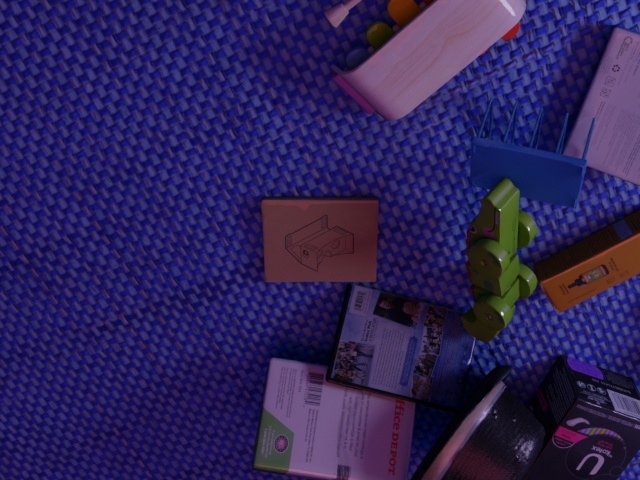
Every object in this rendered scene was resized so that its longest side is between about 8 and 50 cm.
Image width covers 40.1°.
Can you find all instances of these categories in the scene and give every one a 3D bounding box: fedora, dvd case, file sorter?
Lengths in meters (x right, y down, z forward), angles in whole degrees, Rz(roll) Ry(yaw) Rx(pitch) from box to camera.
[{"bbox_3d":[0.287,0.389,1.557,0.152,0.334,0.334,36,117,18],"label":"fedora"},{"bbox_3d":[0.149,0.194,1.572,0.252,0.022,0.181,15,81,-7],"label":"dvd case"},{"bbox_3d":[0.329,-0.140,1.360,0.170,0.105,0.118,14,152,16],"label":"file sorter"}]

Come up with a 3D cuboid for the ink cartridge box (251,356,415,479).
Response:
[{"bbox_3d":[0.024,0.338,1.598,0.272,0.199,0.115,10,161,-4],"label":"ink cartridge box"}]

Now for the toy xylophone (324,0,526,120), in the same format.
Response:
[{"bbox_3d":[0.149,-0.325,1.302,0.322,0.081,0.236,-31,126,15],"label":"toy xylophone"}]

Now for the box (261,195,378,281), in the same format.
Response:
[{"bbox_3d":[0.000,0.000,1.530,0.201,0.021,0.165,0,118,1],"label":"box"}]

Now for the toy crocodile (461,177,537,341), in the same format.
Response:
[{"bbox_3d":[0.287,0.041,1.451,0.105,0.115,0.341,24,145,32],"label":"toy crocodile"}]

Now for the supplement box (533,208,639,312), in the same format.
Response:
[{"bbox_3d":[0.488,0.031,1.503,0.233,0.080,0.078,-30,112,14],"label":"supplement box"}]

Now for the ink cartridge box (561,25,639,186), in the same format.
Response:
[{"bbox_3d":[0.521,-0.194,1.361,0.223,0.045,0.223,24,118,14],"label":"ink cartridge box"}]

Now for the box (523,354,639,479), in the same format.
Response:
[{"bbox_3d":[0.472,0.378,1.648,0.165,0.143,0.270,19,117,-8],"label":"box"}]
